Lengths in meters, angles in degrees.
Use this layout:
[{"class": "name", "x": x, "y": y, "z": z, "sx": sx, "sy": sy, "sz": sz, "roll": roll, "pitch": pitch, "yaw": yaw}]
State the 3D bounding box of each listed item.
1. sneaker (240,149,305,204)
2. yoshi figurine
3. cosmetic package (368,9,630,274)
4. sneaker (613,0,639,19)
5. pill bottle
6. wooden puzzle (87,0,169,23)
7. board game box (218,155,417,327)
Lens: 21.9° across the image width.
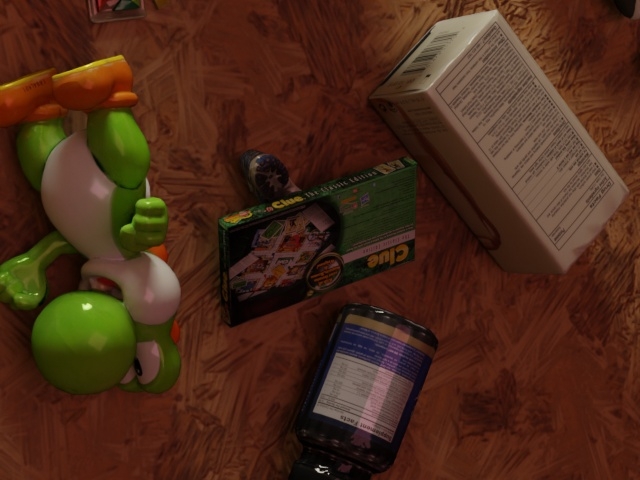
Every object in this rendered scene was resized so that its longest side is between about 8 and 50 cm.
[{"class": "sneaker", "x": -0.051, "y": -0.056, "z": 1.887, "sx": 0.052, "sy": 0.058, "sz": 0.135, "roll": -38, "pitch": 133, "yaw": -14}, {"class": "yoshi figurine", "x": -0.245, "y": 0.006, "z": 1.708, "sx": 0.203, "sy": 0.203, "sz": 0.362, "roll": -18, "pitch": 103, "yaw": -13}, {"class": "cosmetic package", "x": 0.217, "y": -0.114, "z": 1.996, "sx": 0.153, "sy": 0.129, "sz": 0.296, "roll": -47, "pitch": 112, "yaw": -22}, {"class": "sneaker", "x": 0.315, "y": -0.388, "z": 2.075, "sx": 0.146, "sy": 0.104, "sz": 0.296, "roll": -25, "pitch": 123, "yaw": -2}, {"class": "pill bottle", "x": 0.044, "y": 0.191, "z": 1.905, "sx": 0.122, "sy": 0.123, "sz": 0.219, "roll": 27, "pitch": 78, "yaw": -28}, {"class": "wooden puzzle", "x": -0.222, "y": -0.276, "z": 1.804, "sx": 0.116, "sy": 0.014, "sz": 0.079, "roll": -19, "pitch": 100, "yaw": -28}, {"class": "board game box", "x": 0.000, "y": 0.000, "z": 1.900, "sx": 0.259, "sy": 0.030, "sz": 0.136, "roll": -19, "pitch": 124, "yaw": -29}]
